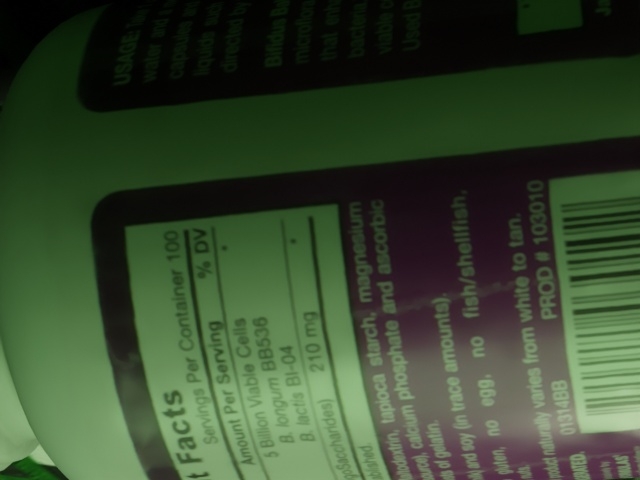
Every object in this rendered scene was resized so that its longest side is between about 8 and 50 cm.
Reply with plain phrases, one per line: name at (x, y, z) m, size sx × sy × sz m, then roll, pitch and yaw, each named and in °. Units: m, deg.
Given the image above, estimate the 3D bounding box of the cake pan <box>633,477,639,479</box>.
cake pan at (0.284, 0.125, 0.852) m, size 0.293 × 0.293 × 0.054 m, roll -20°, pitch -173°, yaw 36°

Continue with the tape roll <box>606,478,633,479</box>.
tape roll at (0.069, 0.164, 1.012) m, size 0.246 × 0.169 × 0.246 m, roll -2°, pitch 158°, yaw -1°

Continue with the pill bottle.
pill bottle at (0.000, 0.000, 0.617) m, size 0.301 × 0.169 × 0.169 m, roll -6°, pitch 157°, yaw 11°
